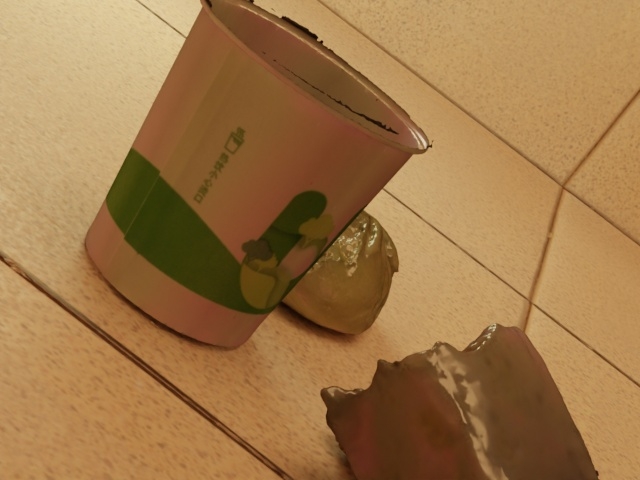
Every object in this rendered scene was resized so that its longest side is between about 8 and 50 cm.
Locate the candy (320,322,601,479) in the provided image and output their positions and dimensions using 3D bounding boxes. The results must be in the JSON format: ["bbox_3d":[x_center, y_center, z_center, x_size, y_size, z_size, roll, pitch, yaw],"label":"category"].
[{"bbox_3d":[0.124,0.183,1.201,0.185,0.137,0.195,-7,65,-48],"label":"candy"}]

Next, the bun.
[{"bbox_3d":[0.000,0.000,1.569,0.210,0.116,0.237,33,17,-11],"label":"bun"}]

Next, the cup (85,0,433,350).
[{"bbox_3d":[-0.074,-0.062,1.325,0.253,0.274,0.253,34,16,-11],"label":"cup"}]

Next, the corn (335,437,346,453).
[{"bbox_3d":[0.101,0.200,1.330,0.207,0.068,0.068,27,20,-32],"label":"corn"}]
